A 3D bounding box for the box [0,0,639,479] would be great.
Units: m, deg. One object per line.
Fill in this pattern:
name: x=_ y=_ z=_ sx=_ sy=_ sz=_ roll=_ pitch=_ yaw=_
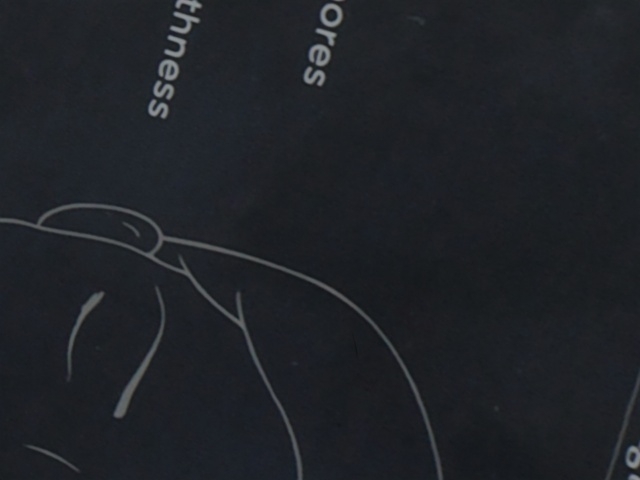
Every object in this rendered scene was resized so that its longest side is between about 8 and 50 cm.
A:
box: x=0.000 y=0.000 z=0.800 sx=0.297 sy=0.471 sz=0.480 roll=-1 pitch=-71 yaw=-66
